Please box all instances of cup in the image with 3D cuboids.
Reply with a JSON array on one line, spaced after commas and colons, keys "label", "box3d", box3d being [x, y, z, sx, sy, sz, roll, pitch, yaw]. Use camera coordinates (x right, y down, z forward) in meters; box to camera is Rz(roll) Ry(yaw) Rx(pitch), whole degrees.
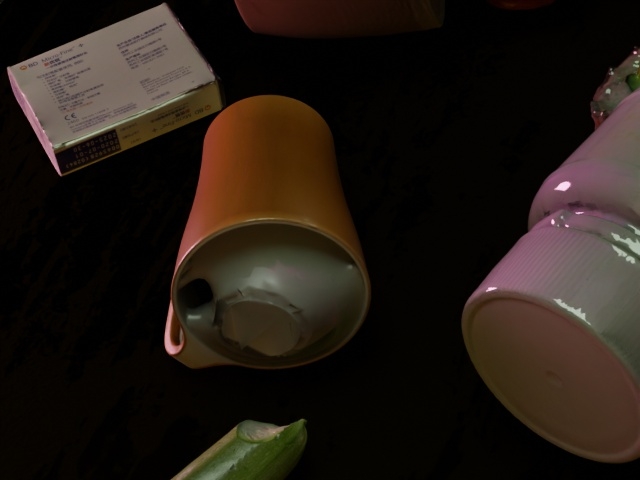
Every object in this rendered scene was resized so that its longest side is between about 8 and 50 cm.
[{"label": "cup", "box3d": [-0.063, -0.001, 1.849, 0.226, 0.182, 0.264, -39, 30, 26]}]

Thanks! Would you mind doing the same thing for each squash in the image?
[{"label": "squash", "box3d": [-0.103, 0.228, 1.687, 0.239, 0.069, 0.069, -37, 50, -23]}]

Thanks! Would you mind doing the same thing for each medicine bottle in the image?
[{"label": "medicine bottle", "box3d": [0.289, 0.024, 1.687, 0.241, 0.241, 0.302, 26, 55, 32]}, {"label": "medicine bottle", "box3d": [-0.226, -0.171, 2.122, 0.201, 0.052, 0.171, -25, 46, -12]}]

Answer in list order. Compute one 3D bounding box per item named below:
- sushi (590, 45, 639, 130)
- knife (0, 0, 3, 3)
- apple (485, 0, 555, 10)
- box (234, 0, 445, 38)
[{"label": "sushi", "box3d": [0.388, -0.115, 1.898, 0.241, 0.107, 0.161, 17, 53, 33]}, {"label": "knife", "box3d": [-0.390, -0.317, 2.329, 0.072, 0.019, 0.245, 21, 55, 23]}, {"label": "apple", "box3d": [0.223, -0.338, 2.130, 0.147, 0.156, 0.158, -12, 22, 7]}, {"label": "box", "box3d": [0.008, -0.359, 2.115, 0.216, 0.301, 0.301, -11, 44, 11]}]
